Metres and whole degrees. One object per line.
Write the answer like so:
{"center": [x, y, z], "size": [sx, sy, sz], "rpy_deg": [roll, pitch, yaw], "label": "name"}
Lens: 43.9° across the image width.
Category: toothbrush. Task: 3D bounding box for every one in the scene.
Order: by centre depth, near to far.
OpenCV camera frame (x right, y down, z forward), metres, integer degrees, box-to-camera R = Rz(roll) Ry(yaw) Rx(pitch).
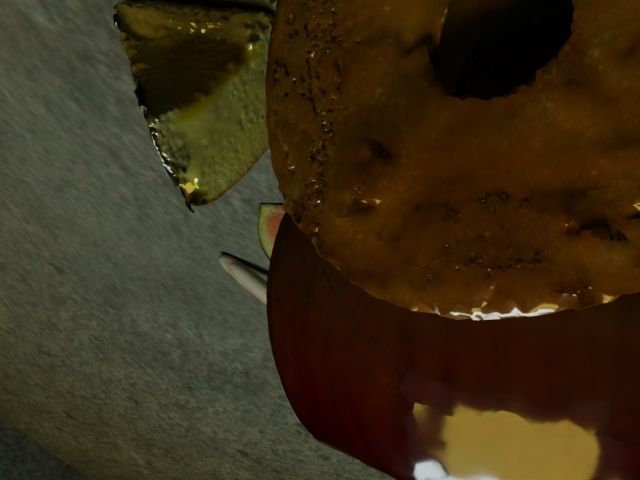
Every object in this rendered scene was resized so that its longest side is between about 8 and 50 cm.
{"center": [-0.018, 0.116, 1.071], "size": [0.307, 0.025, 0.029], "rpy_deg": [38, 176, 7], "label": "toothbrush"}

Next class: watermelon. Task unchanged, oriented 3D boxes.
{"center": [0.005, 0.006, 0.933], "size": [0.163, 0.087, 0.069], "rpy_deg": [9, -176, 28], "label": "watermelon"}

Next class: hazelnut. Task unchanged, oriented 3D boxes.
{"center": [0.164, 0.035, 0.603], "size": [0.409, 0.359, 0.359], "rpy_deg": [15, 149, 23], "label": "hazelnut"}

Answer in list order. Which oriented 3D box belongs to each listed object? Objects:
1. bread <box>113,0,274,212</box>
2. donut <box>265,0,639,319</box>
{"center": [-0.129, -0.120, 0.704], "size": [0.169, 0.160, 0.140], "rpy_deg": [12, 148, 20], "label": "bread"}
{"center": [0.104, -0.091, 0.388], "size": [0.278, 0.277, 0.108], "rpy_deg": [-3, 173, 38], "label": "donut"}
